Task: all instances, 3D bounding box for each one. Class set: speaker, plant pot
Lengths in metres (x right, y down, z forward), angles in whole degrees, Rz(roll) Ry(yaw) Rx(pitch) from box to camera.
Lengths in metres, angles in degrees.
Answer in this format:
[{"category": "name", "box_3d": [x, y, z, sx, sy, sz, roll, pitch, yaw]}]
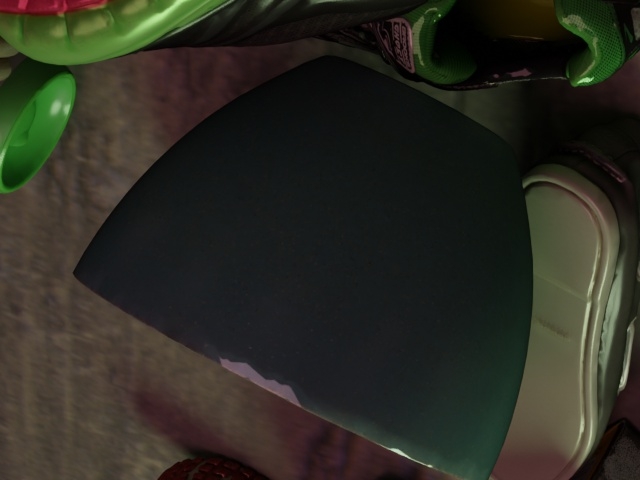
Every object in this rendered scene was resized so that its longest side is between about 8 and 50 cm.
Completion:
[{"category": "speaker", "box_3d": [-0.342, -0.152, 1.400, 0.297, 0.131, 0.131, 29, 136, 9]}, {"category": "plant pot", "box_3d": [0.017, -0.001, 1.138, 0.290, 0.195, 0.290, 26, 180, 0]}]

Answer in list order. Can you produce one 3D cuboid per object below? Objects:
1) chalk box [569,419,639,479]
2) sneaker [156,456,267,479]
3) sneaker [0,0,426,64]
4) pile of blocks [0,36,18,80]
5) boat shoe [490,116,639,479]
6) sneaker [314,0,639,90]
[{"category": "chalk box", "box_3d": [0.238, 0.269, 1.372, 0.213, 0.132, 0.132, 46, 136, -6]}, {"category": "sneaker", "box_3d": [-0.055, 0.279, 1.602, 0.225, 0.088, 0.092, 36, 139, 4]}, {"category": "sneaker", "box_3d": [0.047, -0.210, 0.954, 0.483, 0.202, 0.185, -7, 95, 20]}, {"category": "pile of blocks", "box_3d": [-0.292, -0.125, 1.265, 0.149, 0.112, 0.362, 33, 100, 3]}, {"category": "boat shoe", "box_3d": [0.179, 0.055, 1.270, 0.112, 0.095, 0.335, 34, 143, 25]}, {"category": "sneaker", "box_3d": [0.050, -0.169, 1.119, 0.344, 0.146, 0.134, 6, 128, 30]}]
